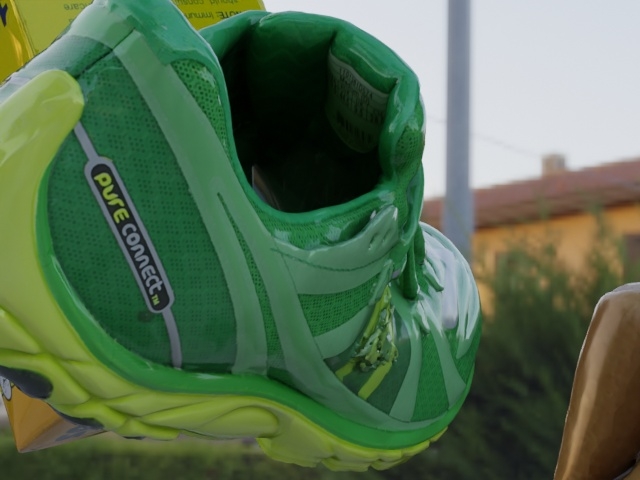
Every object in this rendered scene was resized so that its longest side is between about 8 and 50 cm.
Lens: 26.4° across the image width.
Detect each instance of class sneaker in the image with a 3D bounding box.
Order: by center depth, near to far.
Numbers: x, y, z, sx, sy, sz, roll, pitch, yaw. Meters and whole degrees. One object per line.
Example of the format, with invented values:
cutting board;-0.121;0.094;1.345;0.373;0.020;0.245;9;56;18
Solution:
sneaker;0.000;0.000;0.435;0.109;0.123;0.295;44;12;22

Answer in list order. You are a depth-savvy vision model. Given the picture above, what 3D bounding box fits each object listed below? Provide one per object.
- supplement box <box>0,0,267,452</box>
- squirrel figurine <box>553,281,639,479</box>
supplement box;-0.142;-0.066;0.939;0.195;0.357;0.194;-11;-17;-38
squirrel figurine;0.303;0.220;0.600;0.370;0.397;0.281;5;-20;46
